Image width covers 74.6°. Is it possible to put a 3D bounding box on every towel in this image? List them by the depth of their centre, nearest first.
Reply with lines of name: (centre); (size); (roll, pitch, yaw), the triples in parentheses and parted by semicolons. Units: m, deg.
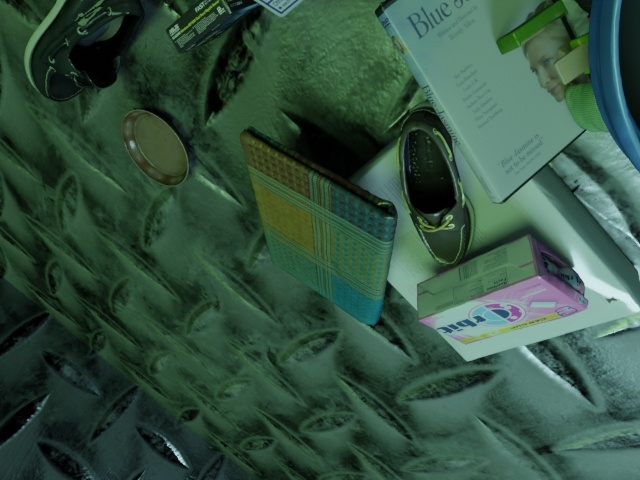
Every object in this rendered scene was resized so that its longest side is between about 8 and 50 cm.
towel: (0.000, 0.000, 0.713); (0.271, 0.040, 0.370); (32, 154, 20)

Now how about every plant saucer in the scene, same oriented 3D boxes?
plant saucer: (-0.334, -0.192, 0.868); (0.168, 0.029, 0.169); (17, 133, 19)

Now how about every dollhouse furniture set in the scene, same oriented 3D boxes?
dollhouse furniture set: (0.251, -0.161, 0.434); (0.058, 0.076, 0.152); (-35, 103, 5)

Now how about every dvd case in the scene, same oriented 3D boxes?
dvd case: (0.198, -0.194, 0.461); (0.253, 0.180, 0.022); (52, 175, -15)

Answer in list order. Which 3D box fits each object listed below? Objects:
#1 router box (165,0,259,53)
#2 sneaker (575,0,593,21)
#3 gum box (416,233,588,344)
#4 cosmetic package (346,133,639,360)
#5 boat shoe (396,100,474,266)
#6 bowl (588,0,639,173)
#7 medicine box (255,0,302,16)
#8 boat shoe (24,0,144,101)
router box: (-0.150, -0.324, 0.604); (0.122, 0.092, 0.038); (-13, 118, 38)
sneaker: (0.324, -0.178, 0.426); (0.295, 0.105, 0.147); (28, 130, 2)
gum box: (0.235, 0.072, 0.559); (0.107, 0.062, 0.188); (28, 140, -26)
cosmetic package: (0.226, -0.002, 0.638); (0.377, 0.097, 0.284); (46, 137, -9)
boat shoe: (0.142, -0.053, 0.533); (0.081, 0.069, 0.228); (-2, 123, 31)
bowl: (0.401, -0.187, 0.298); (0.390, 0.077, 0.392); (2, 113, 6)
medicine box: (-0.051, -0.380, 0.345); (0.263, 0.289, 0.149); (-16, 74, 39)
boat shoe: (-0.400, -0.325, 0.731); (0.339, 0.127, 0.113); (-30, 95, 33)
